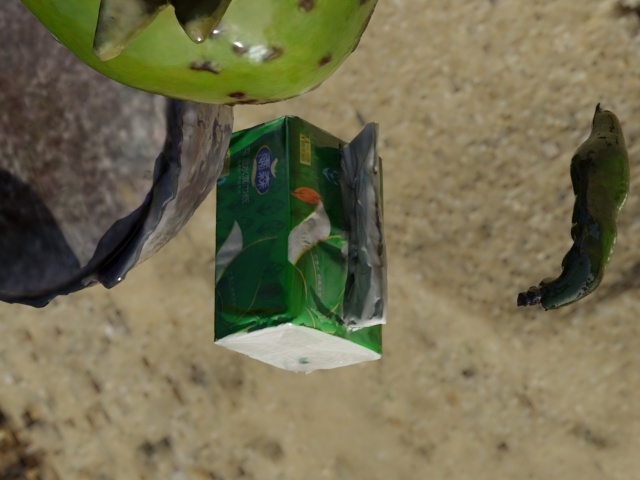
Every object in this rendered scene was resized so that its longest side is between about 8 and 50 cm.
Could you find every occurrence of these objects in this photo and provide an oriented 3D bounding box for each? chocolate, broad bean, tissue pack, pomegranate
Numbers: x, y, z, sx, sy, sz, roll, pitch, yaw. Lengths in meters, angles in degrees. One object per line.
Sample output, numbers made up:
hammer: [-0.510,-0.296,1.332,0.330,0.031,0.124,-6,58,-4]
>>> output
chocolate: [-0.197,-0.096,1.454,0.303,0.303,0.213,56,-160,12]
broad bean: [0.223,-0.024,1.467,0.061,0.195,0.046,19,162,18]
tissue pack: [0.001,0.001,1.667,0.156,0.148,0.209,-14,66,32]
pomegranate: [-0.061,-0.151,0.880,0.286,0.231,0.231,-94,-3,-48]
